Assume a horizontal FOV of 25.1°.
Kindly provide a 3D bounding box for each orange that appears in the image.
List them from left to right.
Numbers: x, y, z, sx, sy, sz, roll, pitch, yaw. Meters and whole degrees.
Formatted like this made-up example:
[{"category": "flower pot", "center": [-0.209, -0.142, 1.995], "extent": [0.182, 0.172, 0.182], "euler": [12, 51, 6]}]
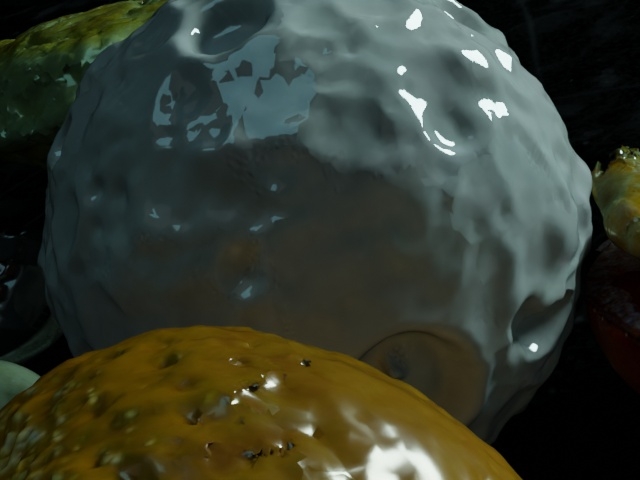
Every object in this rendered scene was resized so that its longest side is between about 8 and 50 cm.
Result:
[{"category": "orange", "center": [-0.047, 0.204, 0.549], "extent": [0.340, 0.293, 0.341], "euler": [-38, 19, 15]}]

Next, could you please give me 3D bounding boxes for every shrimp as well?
[{"category": "shrimp", "center": [0.213, -0.020, 0.885], "extent": [0.101, 0.042, 0.190], "euler": [1, 22, -9]}]

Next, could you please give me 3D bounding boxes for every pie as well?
[{"category": "pie", "center": [-0.148, -0.138, 1.312], "extent": [0.418, 0.181, 0.395], "euler": [-8, 9, -11]}]

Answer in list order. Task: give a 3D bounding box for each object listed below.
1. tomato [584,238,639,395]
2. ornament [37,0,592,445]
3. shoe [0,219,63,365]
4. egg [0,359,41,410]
[{"category": "tomato", "center": [0.274, 0.040, 0.857], "extent": [0.225, 0.085, 0.225], "euler": [-16, 23, 7]}, {"category": "ornament", "center": [0.000, 0.000, 0.873], "extent": [0.337, 0.337, 0.337], "euler": [-18, 25, 9]}, {"category": "shoe", "center": [-0.262, 0.029, 1.286], "extent": [0.099, 0.112, 0.227], "euler": [6, 36, 45]}, {"category": "egg", "center": [-0.248, 0.143, 1.044], "extent": [0.152, 0.114, 0.114], "euler": [-4, 30, 36]}]
